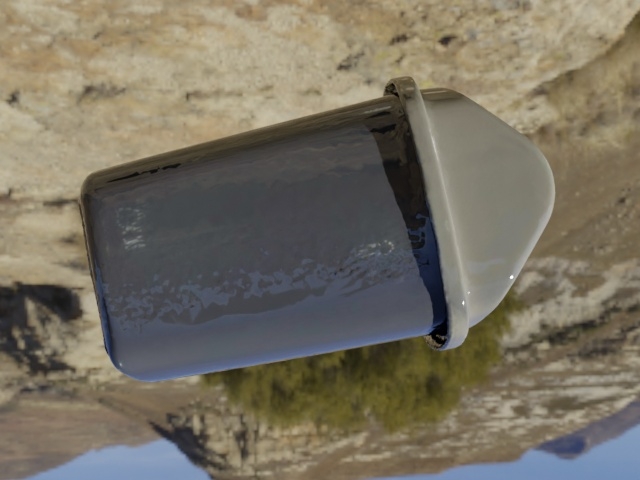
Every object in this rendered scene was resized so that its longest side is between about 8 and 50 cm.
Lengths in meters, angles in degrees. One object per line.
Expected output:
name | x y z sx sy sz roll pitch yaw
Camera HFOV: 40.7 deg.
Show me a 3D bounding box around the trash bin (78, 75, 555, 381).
trash bin | 0.000 0.000 0.599 0.290 0.182 0.209 -12 175 0
